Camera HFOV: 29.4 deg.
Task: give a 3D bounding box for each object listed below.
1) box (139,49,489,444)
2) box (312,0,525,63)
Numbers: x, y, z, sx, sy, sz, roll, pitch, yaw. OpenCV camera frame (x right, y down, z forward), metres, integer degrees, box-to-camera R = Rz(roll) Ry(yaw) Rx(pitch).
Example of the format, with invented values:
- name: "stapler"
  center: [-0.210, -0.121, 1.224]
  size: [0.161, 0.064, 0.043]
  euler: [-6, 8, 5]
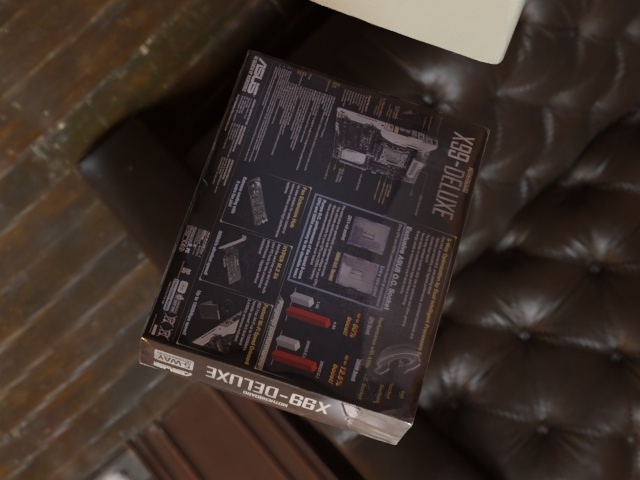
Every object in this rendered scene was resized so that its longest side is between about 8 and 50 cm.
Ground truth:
- name: "box"
  center: [0.000, 0.000, 1.105]
  size: [0.076, 0.242, 0.307]
  euler: [111, -3, -65]
- name: "box"
  center: [0.052, -0.177, 0.377]
  size: [0.275, 0.094, 0.113]
  euler: [98, 13, -68]
